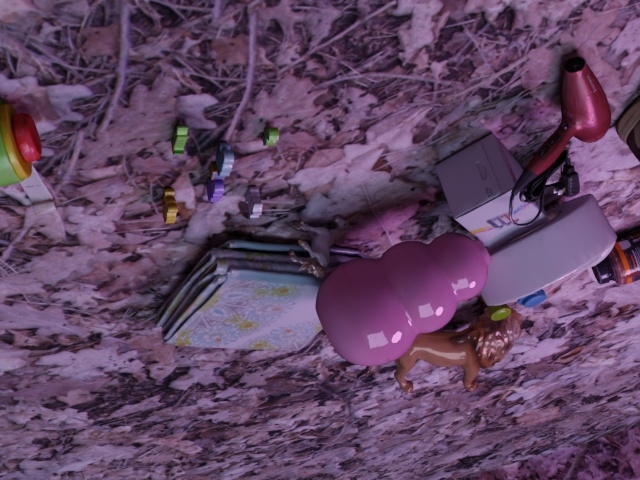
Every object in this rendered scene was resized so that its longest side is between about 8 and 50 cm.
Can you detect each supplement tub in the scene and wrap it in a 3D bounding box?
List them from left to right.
[{"bbox_3d":[0.728,0.038,2.072,0.198,0.106,0.106,-19,149,5],"label":"supplement tub"}]

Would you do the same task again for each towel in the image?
[{"bbox_3d":[-0.115,0.118,1.835,0.375,0.090,0.320,8,144,-33],"label":"towel"}]

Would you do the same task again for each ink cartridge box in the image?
[{"bbox_3d":[0.316,-0.087,1.659,0.127,0.128,0.176,-29,146,21],"label":"ink cartridge box"}]

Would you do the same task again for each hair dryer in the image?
[{"bbox_3d":[0.422,-0.171,1.531,0.224,0.080,0.293,-27,130,-45],"label":"hair dryer"}]

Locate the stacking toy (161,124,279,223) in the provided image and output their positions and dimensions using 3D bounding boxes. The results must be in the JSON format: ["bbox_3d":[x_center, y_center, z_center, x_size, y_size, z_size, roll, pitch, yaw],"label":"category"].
[{"bbox_3d":[-0.166,-0.108,1.479,0.167,0.052,0.221,-4,146,-20],"label":"stacking toy"}]

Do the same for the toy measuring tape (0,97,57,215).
[{"bbox_3d":[-0.447,-0.099,1.304,0.121,0.121,0.330,-13,149,-5],"label":"toy measuring tape"}]

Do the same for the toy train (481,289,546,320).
[{"bbox_3d":[0.374,0.117,1.998,0.248,0.143,0.105,-32,145,24],"label":"toy train"}]

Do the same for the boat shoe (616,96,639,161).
[{"bbox_3d":[0.648,-0.251,1.553,0.123,0.123,0.342,0,146,-25],"label":"boat shoe"}]

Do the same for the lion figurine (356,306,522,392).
[{"bbox_3d":[0.291,0.262,2.204,0.392,0.142,0.240,-5,140,-9],"label":"lion figurine"}]

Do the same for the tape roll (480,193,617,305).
[{"bbox_3d":[0.433,0.018,1.778,0.286,0.100,0.286,-30,-179,1],"label":"tape roll"}]

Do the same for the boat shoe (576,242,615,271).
[{"bbox_3d":[0.545,0.034,2.006,0.227,0.079,0.081,-32,150,30],"label":"boat shoe"}]

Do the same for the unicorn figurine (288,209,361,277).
[{"bbox_3d":[0.000,0.000,1.690,0.111,0.161,0.060,25,157,-26],"label":"unicorn figurine"}]

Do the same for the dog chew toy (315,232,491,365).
[{"bbox_3d":[0.161,0.095,1.675,0.332,0.206,0.206,-28,148,5],"label":"dog chew toy"}]
